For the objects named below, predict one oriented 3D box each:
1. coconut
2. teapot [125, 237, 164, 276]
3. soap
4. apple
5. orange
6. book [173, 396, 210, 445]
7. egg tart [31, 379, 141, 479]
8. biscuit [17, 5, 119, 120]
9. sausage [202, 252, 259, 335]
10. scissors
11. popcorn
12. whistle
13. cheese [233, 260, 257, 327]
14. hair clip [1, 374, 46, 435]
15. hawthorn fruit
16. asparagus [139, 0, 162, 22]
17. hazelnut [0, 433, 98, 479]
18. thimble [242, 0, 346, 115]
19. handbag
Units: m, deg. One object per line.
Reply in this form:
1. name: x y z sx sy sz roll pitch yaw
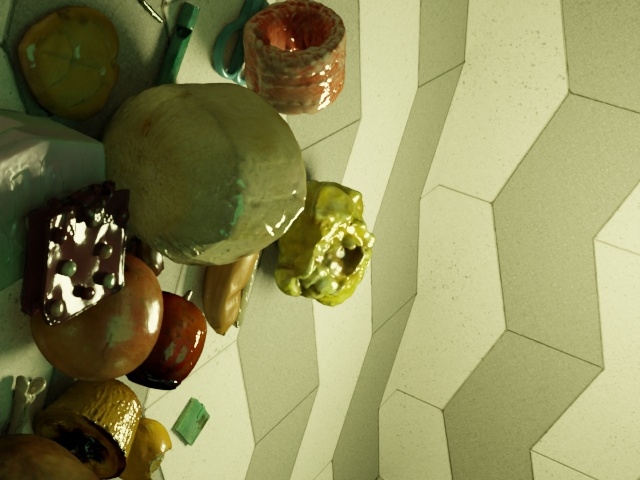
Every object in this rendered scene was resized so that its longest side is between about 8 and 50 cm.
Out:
1. coconut: -0.221 -0.120 1.834 0.345 0.415 0.415 -54 163 22
2. teapot: -0.374 0.033 2.029 0.129 0.078 0.098 99 -17 -57
3. soap: -0.539 -0.050 1.488 0.446 0.156 0.261 -39 144 -48
4. apple: -0.424 0.138 1.805 0.253 0.253 0.254 -47 149 -40
5. orange: -0.421 0.497 2.247 0.156 0.134 0.157 -30 134 -38
6. book: -0.340 0.482 2.549 0.103 0.017 0.135 -58 155 -22
7. egg tart: -0.472 0.379 1.965 0.171 0.215 0.215 -65 161 -45
8. biscuit: -0.428 -0.306 1.649 0.260 0.041 0.203 4 106 -68
9. sausage: -0.221 0.070 2.334 0.134 0.116 0.354 -56 164 -73
10. scissors: -0.124 -0.564 2.103 0.192 0.029 0.447 8 103 -67
11. popcorn: -0.006 0.003 2.618 0.292 0.293 0.334 5 74 -29
12. whistle: -0.287 -0.380 1.900 0.039 0.039 0.186 10 102 -66
13. cheese: -0.184 0.029 2.417 0.034 0.085 0.400 1 111 -36
14. hair clip: -0.597 0.366 1.871 0.072 0.034 0.226 4 107 -67
15. hawthorn fruit: -0.341 0.205 2.082 0.250 0.215 0.215 -53 152 -29
16. asparagus: -0.333 -0.450 1.769 0.016 0.016 0.163 -39 153 0
17. hazelnut: -0.560 0.524 1.721 0.366 0.365 0.366 -47 149 -40
18. thimble: -0.053 -0.397 2.074 0.239 0.239 0.162 -51 156 -35
19. handbag: -0.397 0.018 1.572 0.203 0.074 0.216 -31 140 -57
